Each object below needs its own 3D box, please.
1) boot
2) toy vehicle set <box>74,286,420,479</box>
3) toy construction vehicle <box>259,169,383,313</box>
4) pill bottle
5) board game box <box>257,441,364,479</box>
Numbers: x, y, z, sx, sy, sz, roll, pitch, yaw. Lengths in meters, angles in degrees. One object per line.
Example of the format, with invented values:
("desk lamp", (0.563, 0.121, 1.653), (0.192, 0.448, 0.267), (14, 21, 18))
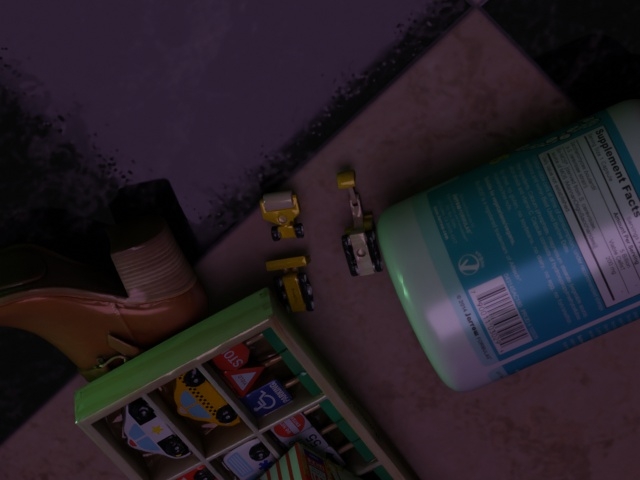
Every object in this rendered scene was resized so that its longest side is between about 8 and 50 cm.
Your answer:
("boot", (-0.176, 0.075, 1.297), (0.197, 0.073, 0.152), (-13, 121, 8))
("toy vehicle set", (-0.043, 0.166, 1.329), (0.166, 0.035, 0.267), (-30, 127, 10))
("toy construction vehicle", (0.000, 0.000, 1.294), (0.086, 0.035, 0.098), (-12, 113, 14))
("pill bottle", (0.184, -0.006, 1.236), (0.264, 0.146, 0.146), (-24, 114, 7))
("board game box", (0.007, 0.251, 1.351), (0.193, 0.045, 0.147), (32, 115, -31))
